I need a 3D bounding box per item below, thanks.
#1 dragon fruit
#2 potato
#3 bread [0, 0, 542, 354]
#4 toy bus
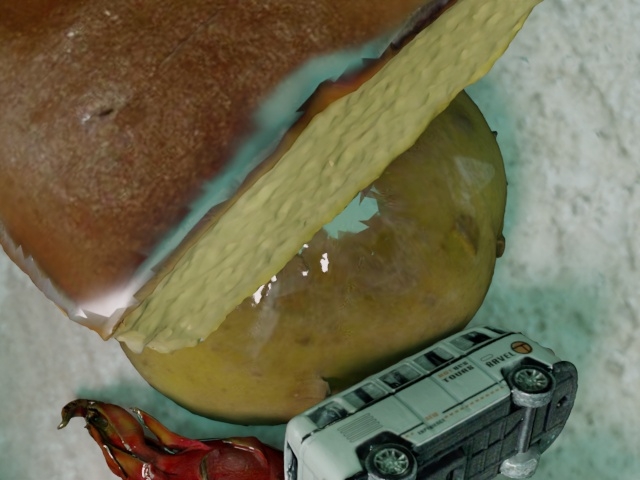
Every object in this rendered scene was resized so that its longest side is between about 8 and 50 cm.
[{"bbox_3d":[-0.086,0.161,0.712,0.190,0.094,0.094,21,87,1],"label":"dragon fruit"},{"bbox_3d":[0.000,0.000,0.711,0.299,0.116,0.239,-32,97,-4],"label":"potato"},{"bbox_3d":[-0.092,-0.148,0.629,0.323,0.143,0.333,-45,67,-5],"label":"bread"},{"bbox_3d":[0.067,0.117,0.680,0.194,0.089,0.087,-24,134,-28],"label":"toy bus"}]
